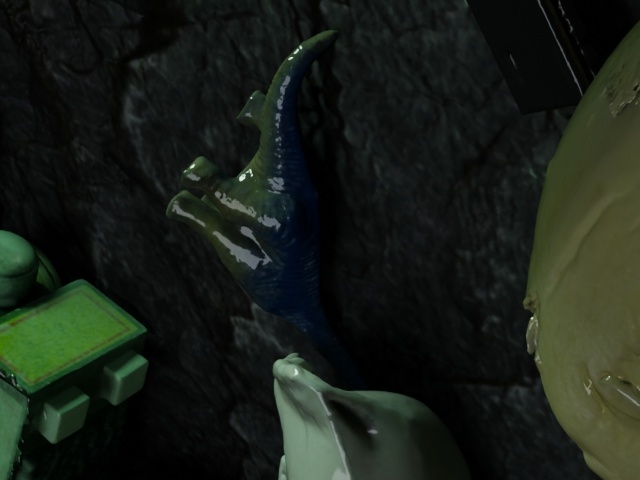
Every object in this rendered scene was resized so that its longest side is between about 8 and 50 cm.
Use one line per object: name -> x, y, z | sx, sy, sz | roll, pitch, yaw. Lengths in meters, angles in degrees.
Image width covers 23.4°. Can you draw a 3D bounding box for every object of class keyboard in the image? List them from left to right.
keyboard -> 0.059, -0.211, 0.787 | 0.317, 0.027, 0.106 | 63, 171, -8

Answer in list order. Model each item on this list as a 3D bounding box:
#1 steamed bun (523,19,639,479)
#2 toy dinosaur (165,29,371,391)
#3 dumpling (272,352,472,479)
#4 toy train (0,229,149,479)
steamed bun -> 0.183, -0.027, 0.671 | 0.166, 0.232, 0.273 | 36, 134, 15
toy dinosaur -> 0.000, 0.000, 0.980 | 0.188, 0.075, 0.248 | 36, 128, 6
dumpling -> 0.026, 0.157, 0.995 | 0.151, 0.124, 0.229 | 14, 137, 59
toy train -> -0.249, 0.126, 1.183 | 0.188, 0.159, 0.272 | 36, 128, 21
